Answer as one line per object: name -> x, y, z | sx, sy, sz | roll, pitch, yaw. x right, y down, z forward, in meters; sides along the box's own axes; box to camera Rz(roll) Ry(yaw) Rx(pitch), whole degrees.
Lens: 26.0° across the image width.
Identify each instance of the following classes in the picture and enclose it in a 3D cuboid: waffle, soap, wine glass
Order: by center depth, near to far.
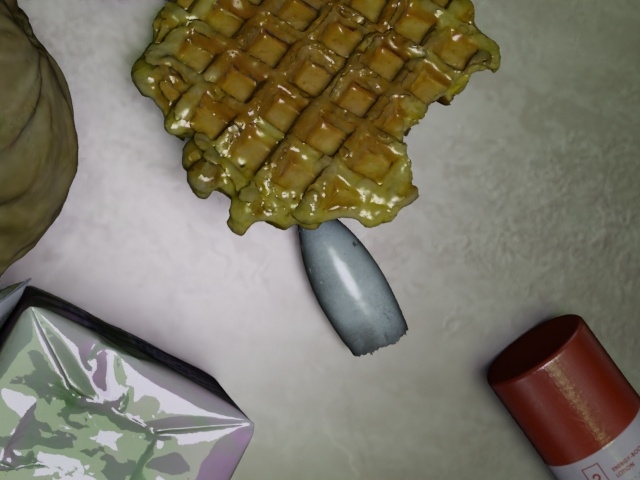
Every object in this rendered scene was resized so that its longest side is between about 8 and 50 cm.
soap -> -0.163, 0.134, 1.005 | 0.182, 0.199, 0.138 | 27, 86, -12
waffle -> 0.000, -0.124, 1.043 | 0.291, 0.051, 0.291 | 2, 66, -5
wine glass -> 0.000, 0.000, 1.094 | 0.066, 0.066, 0.198 | -30, 100, -7

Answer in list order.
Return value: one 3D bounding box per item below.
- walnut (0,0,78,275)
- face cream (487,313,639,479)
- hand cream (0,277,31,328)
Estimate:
walnut -> -0.309, -0.084, 0.931 | 0.277, 0.282, 0.253 | -27, 58, -13
face cream -> 0.233, 0.171, 1.130 | 0.096, 0.096, 0.214 | -37, 99, -6
hand cream -> -0.259, 0.073, 0.990 | 0.067, 0.194, 0.042 | -36, 89, -35
